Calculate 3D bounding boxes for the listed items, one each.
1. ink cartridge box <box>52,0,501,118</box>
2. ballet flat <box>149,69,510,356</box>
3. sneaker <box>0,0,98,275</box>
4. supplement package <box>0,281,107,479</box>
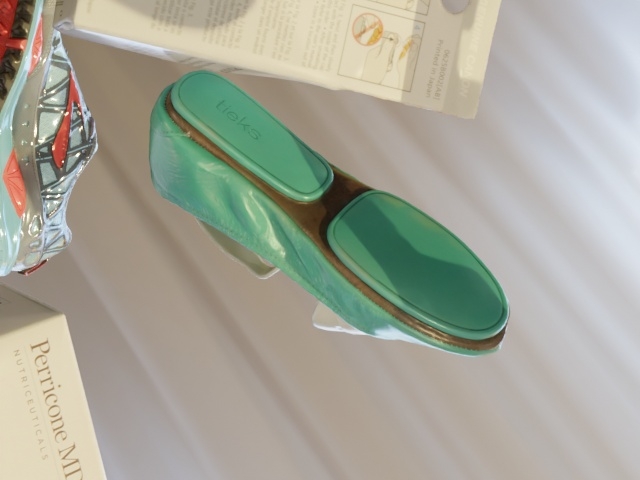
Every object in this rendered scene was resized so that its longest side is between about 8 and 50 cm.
[{"bbox_3d":[-0.012,-0.179,0.885,0.232,0.066,0.189,12,92,-23],"label":"ink cartridge box"},{"bbox_3d":[0.000,0.000,0.943,0.083,0.247,0.087,-41,162,-43],"label":"ballet flat"},{"bbox_3d":[-0.239,-0.102,1.319,0.125,0.104,0.262,-2,106,-51],"label":"sneaker"},{"bbox_3d":[-0.229,0.118,0.710,0.244,0.134,0.139,-21,110,-27],"label":"supplement package"}]
